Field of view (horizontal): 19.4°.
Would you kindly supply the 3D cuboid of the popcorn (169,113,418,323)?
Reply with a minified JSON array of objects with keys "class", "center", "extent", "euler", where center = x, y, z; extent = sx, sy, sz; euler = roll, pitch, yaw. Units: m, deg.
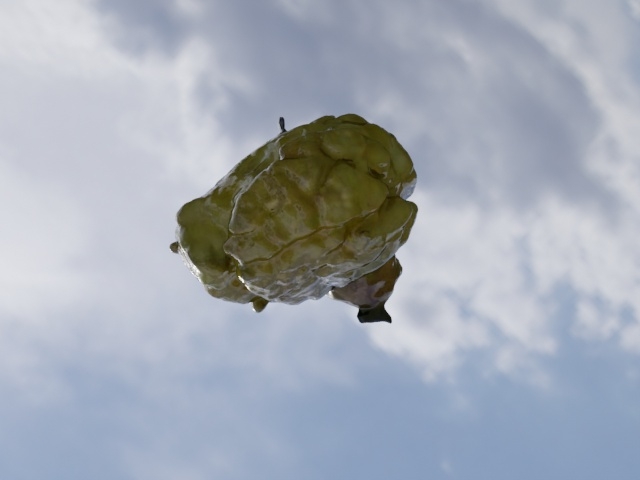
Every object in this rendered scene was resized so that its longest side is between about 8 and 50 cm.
[{"class":"popcorn","center":[0.000,0.000,0.635],"extent":[0.084,0.084,0.084],"euler":[35,-156,-18]}]
